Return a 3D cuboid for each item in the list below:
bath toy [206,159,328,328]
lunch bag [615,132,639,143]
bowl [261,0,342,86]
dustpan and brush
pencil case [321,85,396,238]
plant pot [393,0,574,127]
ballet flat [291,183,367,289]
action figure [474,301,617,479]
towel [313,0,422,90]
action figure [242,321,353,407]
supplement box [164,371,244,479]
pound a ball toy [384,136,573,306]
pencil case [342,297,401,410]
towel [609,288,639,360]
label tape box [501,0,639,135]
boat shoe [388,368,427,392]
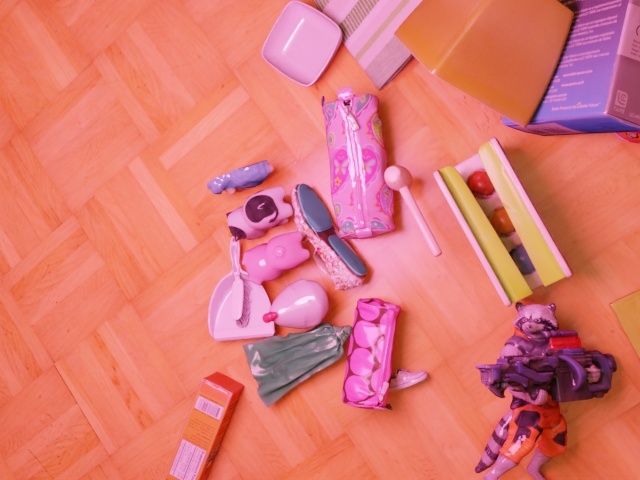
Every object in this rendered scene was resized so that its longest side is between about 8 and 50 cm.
[{"bbox_3d":[-0.106,0.021,1.251,0.129,0.151,0.348,-20,79,-22],"label":"bath toy"},{"bbox_3d":[0.639,-0.306,1.064,0.258,0.120,0.293,3,90,11],"label":"lunch bag"},{"bbox_3d":[-0.031,-0.394,1.278,0.142,0.053,0.142,37,106,15],"label":"bowl"},{"bbox_3d":[-0.169,0.095,1.311,0.147,0.060,0.211,-8,69,18],"label":"dustpan and brush"},{"bbox_3d":[0.073,-0.145,1.218,0.124,0.124,0.284,-7,88,16],"label":"pencil case"},{"bbox_3d":[0.283,-0.348,1.052,0.212,0.212,0.187,22,116,-25],"label":"plant pot"},{"bbox_3d":[0.000,0.000,1.259,0.077,0.091,0.241,-43,74,35],"label":"ballet flat"},{"bbox_3d":[0.339,0.264,1.087,0.178,0.341,0.330,3,81,57],"label":"action figure"},{"bbox_3d":[0.098,-0.495,1.211,0.325,0.038,0.248,55,131,8],"label":"towel"},{"bbox_3d":[-0.034,0.227,1.272,0.232,0.063,0.137,-28,80,18],"label":"action figure"},{"bbox_3d":[-0.243,0.400,1.323,0.080,0.078,0.233,25,97,12],"label":"supplement box"},{"bbox_3d":[0.283,-0.036,1.149,0.208,0.136,0.319,-30,82,18],"label":"pound a ball toy"},{"bbox_3d":[0.102,0.215,1.205,0.095,0.098,0.209,9,83,-21],"label":"pencil case"},{"bbox_3d":[0.613,0.196,1.111,0.102,0.021,0.237,-28,81,8],"label":"towel"},{"bbox_3d":[0.450,-0.354,1.040,0.115,0.249,0.348,12,92,-22],"label":"label tape box"},{"bbox_3d":[0.159,0.268,1.232,0.100,0.035,0.035,-23,86,21],"label":"boat shoe"}]
